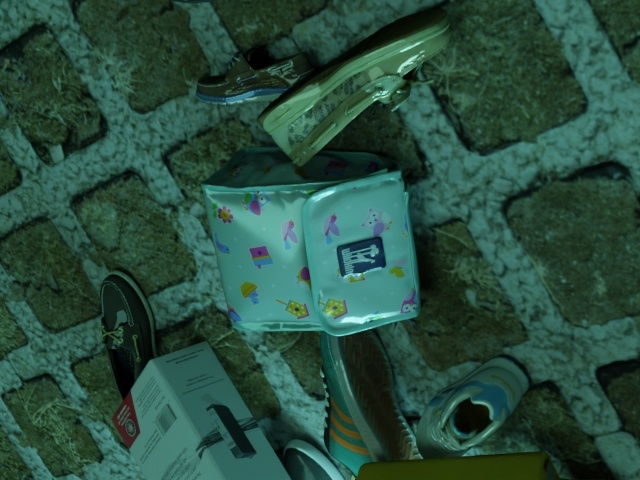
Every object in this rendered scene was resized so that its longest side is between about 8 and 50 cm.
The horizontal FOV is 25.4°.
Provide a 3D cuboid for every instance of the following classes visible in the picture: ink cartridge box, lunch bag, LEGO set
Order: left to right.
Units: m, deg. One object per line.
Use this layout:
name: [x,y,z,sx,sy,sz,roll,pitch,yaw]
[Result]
ink cartridge box: [-0.185,0.326,2.186,0.272,0.114,0.197,57,139,19]
lunch bag: [0.000,0.000,1.844,0.262,0.160,0.223,3,117,25]
LEGO set: [0.069,-0.185,1.758,0.083,0.023,0.054,39,110,36]

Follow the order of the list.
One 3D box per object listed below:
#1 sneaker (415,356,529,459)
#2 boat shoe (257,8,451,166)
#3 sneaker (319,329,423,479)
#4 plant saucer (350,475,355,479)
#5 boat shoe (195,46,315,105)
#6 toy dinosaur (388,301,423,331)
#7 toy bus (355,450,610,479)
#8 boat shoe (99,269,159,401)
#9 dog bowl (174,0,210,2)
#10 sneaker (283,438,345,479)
sneaker: [0.185,0.241,1.899,0.087,0.092,0.228,42,137,6]
boat shoe: [0.053,-0.185,1.703,0.285,0.104,0.089,-27,104,37]
sneaker: [0.045,0.243,2.001,0.121,0.108,0.302,-5,116,36]
plant saucer: [0.084,0.374,2.124,0.083,0.015,0.083,20,128,28]
boat shoe: [-0.085,-0.216,1.837,0.183,0.066,0.066,-1,113,28]
toy dinosaur: [0.097,0.091,1.908,0.082,0.047,0.090,-35,83,28]
toy bus: [0.216,0.356,1.874,0.333,0.108,0.130,-8,128,26]
boat shoe: [-0.309,0.158,2.256,0.081,0.069,0.227,7,122,36]
dog bowl: [-0.139,-0.485,1.605,0.408,0.150,0.407,22,125,34]
sneaker: [-0.022,0.457,2.171,0.105,0.147,0.295,4,119,39]
